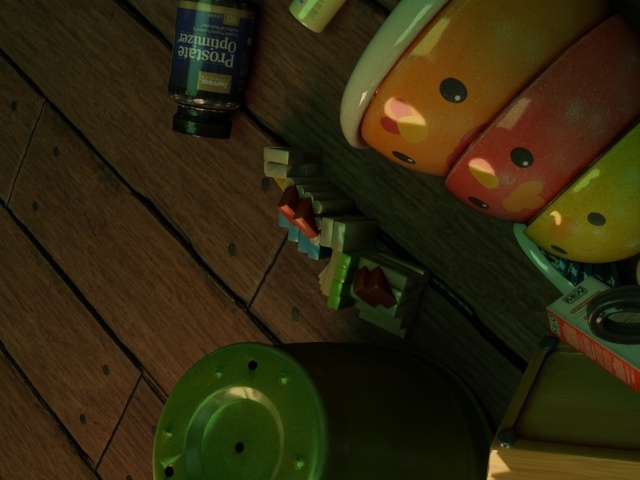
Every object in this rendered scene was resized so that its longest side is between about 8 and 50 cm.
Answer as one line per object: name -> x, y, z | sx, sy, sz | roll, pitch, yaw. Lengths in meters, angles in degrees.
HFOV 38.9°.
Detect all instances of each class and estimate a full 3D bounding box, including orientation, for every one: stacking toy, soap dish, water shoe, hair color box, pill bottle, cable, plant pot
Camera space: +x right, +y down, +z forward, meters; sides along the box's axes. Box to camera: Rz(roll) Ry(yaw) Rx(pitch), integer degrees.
stacking toy -> 0.289, -0.098, 0.994 | 0.480, 0.350, 0.350 | 46, 120, 11
soap dish -> 0.341, 0.208, 0.999 | 0.291, 0.229, 0.118 | -3, 124, 38
water shoe -> 0.325, 0.037, 1.111 | 0.080, 0.073, 0.203 | -45, 73, 13
hair color box -> 0.324, 0.101, 0.996 | 0.141, 0.072, 0.043 | 41, 158, 49
pill bottle -> -0.174, -0.275, 1.428 | 0.123, 0.123, 0.219 | 17, 105, 36
cable -> 0.420, 0.061, 0.906 | 0.287, 0.139, 0.072 | -13, 41, 29
plant pot -> -0.012, 0.275, 1.136 | 0.366, 0.353, 0.366 | -12, 66, 28

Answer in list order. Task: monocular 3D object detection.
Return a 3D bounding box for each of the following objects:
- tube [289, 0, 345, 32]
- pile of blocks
tube -> 0.049, -0.406, 1.287 | 0.240, 0.070, 0.062 | -51, 22, 24
pile of blocks -> 0.000, 0.000, 1.324 | 0.362, 0.112, 0.149 | 50, 121, 24
